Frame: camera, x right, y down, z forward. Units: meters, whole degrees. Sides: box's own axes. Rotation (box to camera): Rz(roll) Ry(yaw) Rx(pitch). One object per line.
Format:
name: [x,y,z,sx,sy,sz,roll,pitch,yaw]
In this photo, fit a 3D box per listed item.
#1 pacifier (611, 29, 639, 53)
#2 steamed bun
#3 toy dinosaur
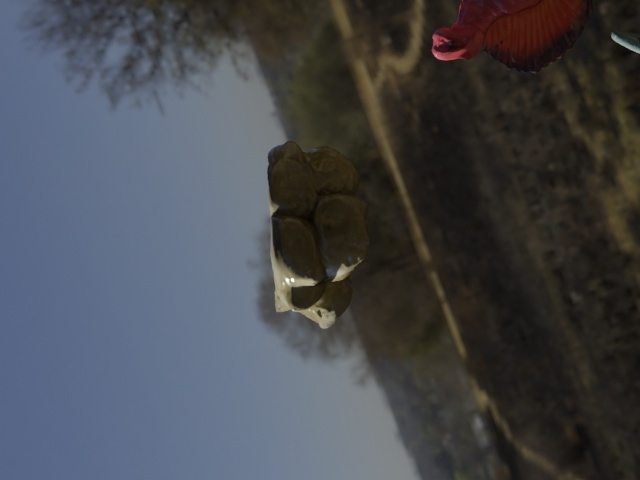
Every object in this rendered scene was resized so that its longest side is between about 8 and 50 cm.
pacifier: [0.274,-0.106,1.106,0.127,0.150,0.116,-90,16,-70]
steamed bun: [0.000,0.000,1.618,0.177,0.106,0.192,85,-177,-52]
toy dinosaur: [0.199,-0.222,1.215,0.070,0.286,0.139,30,158,55]
